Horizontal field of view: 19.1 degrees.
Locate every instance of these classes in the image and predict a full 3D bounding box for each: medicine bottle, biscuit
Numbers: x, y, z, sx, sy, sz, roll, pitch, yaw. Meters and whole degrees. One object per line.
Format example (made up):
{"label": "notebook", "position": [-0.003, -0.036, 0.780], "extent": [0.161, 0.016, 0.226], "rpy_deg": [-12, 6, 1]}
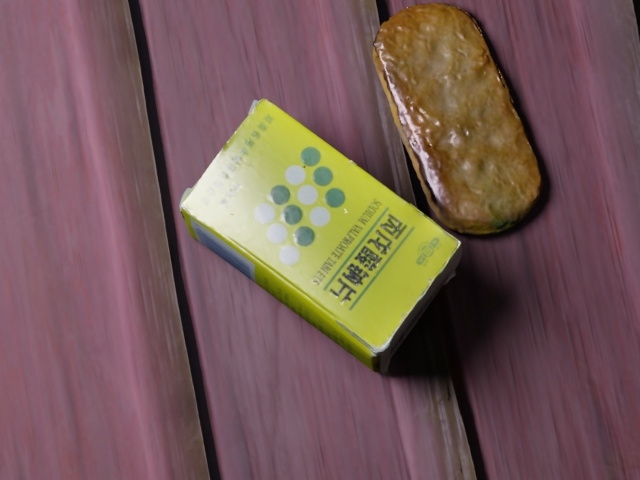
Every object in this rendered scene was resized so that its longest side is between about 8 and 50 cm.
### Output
{"label": "medicine bottle", "position": [0.000, 0.000, 1.821], "extent": [0.250, 0.141, 0.137], "rpy_deg": [37, 80, 8]}
{"label": "biscuit", "position": [0.135, -0.122, 1.891], "extent": [0.118, 0.029, 0.247], "rpy_deg": [-20, 80, -8]}
